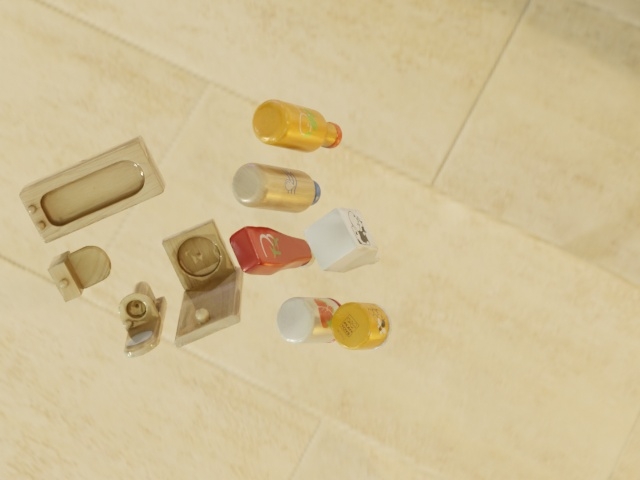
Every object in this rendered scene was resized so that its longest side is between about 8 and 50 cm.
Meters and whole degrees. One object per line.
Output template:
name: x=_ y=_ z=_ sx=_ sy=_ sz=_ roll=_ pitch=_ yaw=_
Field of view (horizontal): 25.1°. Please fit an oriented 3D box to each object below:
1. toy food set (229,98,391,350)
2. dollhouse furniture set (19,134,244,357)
toy food set: x=0.000 y=0.000 z=1.251 sx=0.111 sy=0.104 sz=0.232 roll=-36 pitch=69 yaw=26
dollhouse furniture set: x=-0.161 y=0.010 z=1.203 sx=0.144 sy=0.123 sz=0.151 roll=-23 pitch=108 yaw=6
